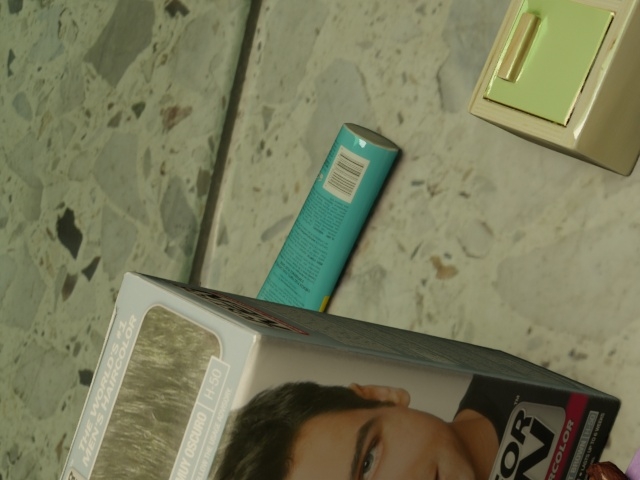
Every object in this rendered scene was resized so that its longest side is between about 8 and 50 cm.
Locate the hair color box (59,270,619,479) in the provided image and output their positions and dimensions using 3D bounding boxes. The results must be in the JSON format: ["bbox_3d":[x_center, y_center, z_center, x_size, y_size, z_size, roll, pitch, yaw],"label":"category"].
[{"bbox_3d":[0.025,0.149,0.693,0.113,0.374,0.185,21,94,43],"label":"hair color box"}]

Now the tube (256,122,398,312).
[{"bbox_3d":[0.000,0.000,0.982,0.080,0.052,0.207,44,114,45],"label":"tube"}]

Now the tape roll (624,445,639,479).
[{"bbox_3d":[0.302,0.198,0.629,0.274,0.090,0.275,-11,72,39],"label":"tape roll"}]

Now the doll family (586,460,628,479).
[{"bbox_3d":[0.185,0.194,0.626,0.193,0.076,0.111,13,92,46],"label":"doll family"}]

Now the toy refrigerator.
[{"bbox_3d":[0.213,-0.194,0.806,0.102,0.094,0.270,28,99,42],"label":"toy refrigerator"}]
